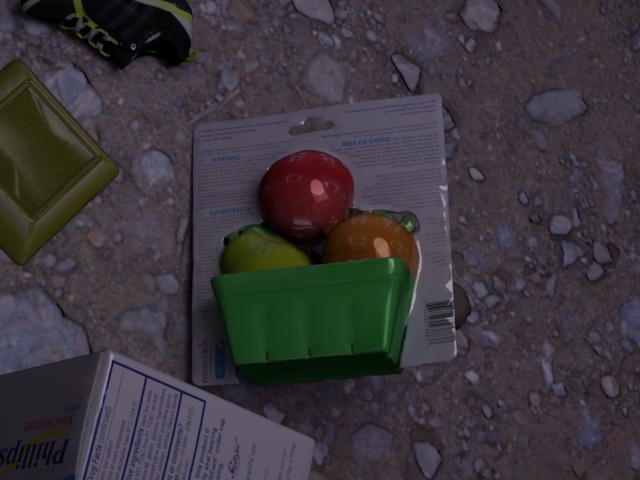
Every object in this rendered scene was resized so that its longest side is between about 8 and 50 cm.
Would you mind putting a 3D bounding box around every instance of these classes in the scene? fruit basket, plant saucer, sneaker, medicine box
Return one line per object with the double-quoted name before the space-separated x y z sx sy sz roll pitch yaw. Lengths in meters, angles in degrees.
"fruit basket" 0.000 0.000 1.782 0.327 0.165 0.353 -7 62 11
"plant saucer" -0.349 -0.101 1.712 0.188 0.045 0.188 48 57 -10
"sneaker" -0.254 -0.264 1.798 0.235 0.084 0.097 3 75 -31
"medicine box" -0.202 0.246 1.533 0.289 0.263 0.149 30 60 -35

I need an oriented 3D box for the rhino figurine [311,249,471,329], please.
"rhino figurine" 0.091 0.059 1.897 0.243 0.106 0.073 26 63 -23
